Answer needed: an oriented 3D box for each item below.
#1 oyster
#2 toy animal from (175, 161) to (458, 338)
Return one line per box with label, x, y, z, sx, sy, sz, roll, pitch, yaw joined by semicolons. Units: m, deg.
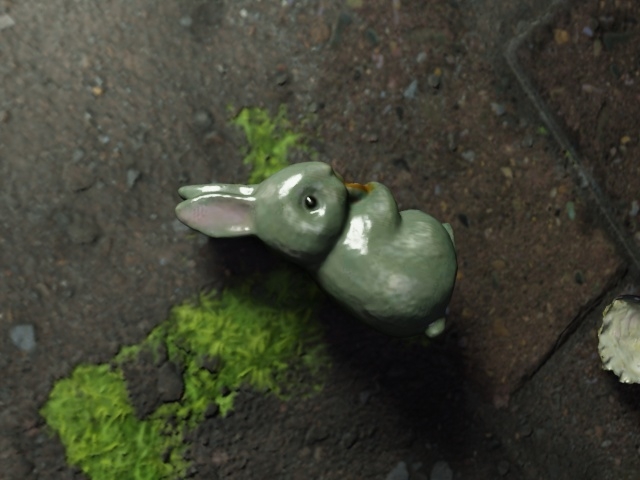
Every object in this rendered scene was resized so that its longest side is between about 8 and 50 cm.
oyster;0.370;0.105;0.746;0.146;0.045;0.122;-33;111;-6
toy animal;0.009;-0.005;0.552;0.236;0.138;0.108;26;121;-26
